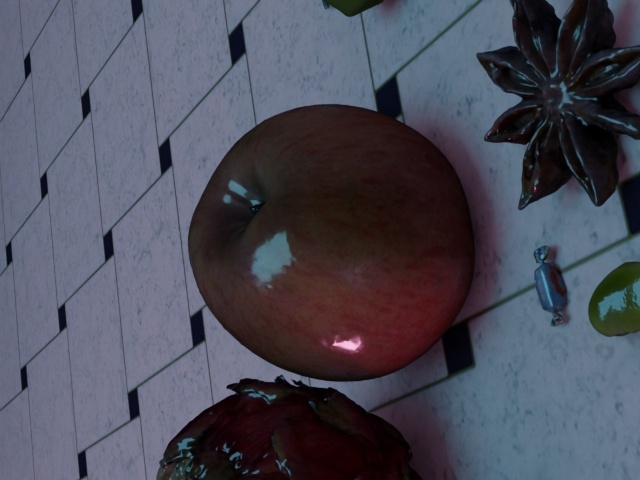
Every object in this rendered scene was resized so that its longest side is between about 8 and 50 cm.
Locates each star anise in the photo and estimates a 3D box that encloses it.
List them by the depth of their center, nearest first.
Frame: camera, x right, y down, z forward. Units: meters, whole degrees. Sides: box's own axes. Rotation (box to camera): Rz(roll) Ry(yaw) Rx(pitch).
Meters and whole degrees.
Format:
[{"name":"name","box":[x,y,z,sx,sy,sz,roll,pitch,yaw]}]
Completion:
[{"name":"star anise","box":[0.231,-0.153,1.203,0.230,0.081,0.262,-34,71,57]}]

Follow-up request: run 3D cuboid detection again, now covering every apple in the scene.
[{"name":"apple","box":[0.000,0.000,1.426,0.345,0.269,0.344,-9,80,61]}]

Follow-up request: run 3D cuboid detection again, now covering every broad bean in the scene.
[{"name":"broad bean","box":[0.281,0.053,1.145,0.083,0.045,0.063,-48,49,40]}]

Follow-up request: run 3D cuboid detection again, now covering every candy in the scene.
[{"name":"candy","box":[0.231,0.044,1.259,0.030,0.020,0.083,-42,53,55]}]

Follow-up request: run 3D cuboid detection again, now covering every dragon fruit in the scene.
[{"name":"dragon fruit","box":[-0.032,0.311,1.435,0.329,0.329,0.329,-4,85,61]}]

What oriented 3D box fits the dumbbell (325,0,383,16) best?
[{"name":"dumbbell","box":[0.089,-0.373,1.446,0.108,0.121,0.302,57,146,2]}]

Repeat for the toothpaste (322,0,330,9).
[{"name":"toothpaste","box":[0.039,-0.383,1.617,0.205,0.036,0.056,-53,46,52]}]
